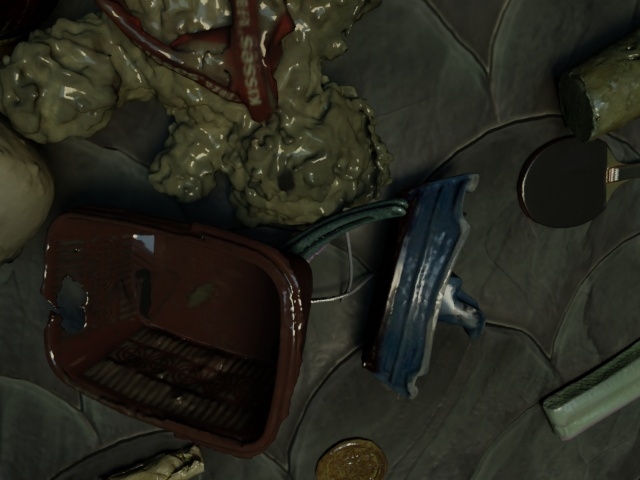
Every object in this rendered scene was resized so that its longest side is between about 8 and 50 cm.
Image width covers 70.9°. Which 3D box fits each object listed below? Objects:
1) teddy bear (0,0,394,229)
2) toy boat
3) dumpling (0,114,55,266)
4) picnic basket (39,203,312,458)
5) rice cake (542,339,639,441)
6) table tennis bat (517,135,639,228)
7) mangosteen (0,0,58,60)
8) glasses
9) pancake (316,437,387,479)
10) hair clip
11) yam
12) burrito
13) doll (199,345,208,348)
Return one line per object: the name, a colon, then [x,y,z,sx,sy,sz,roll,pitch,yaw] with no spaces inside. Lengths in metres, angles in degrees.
teddy bear: [-0.060,-0.153,0.455,0.357,0.225,0.367,-39,109,21]
toy boat: [0.145,0.063,0.580,0.142,0.129,0.310,12,100,-1]
dumpling: [-0.354,-0.083,0.397,0.227,0.175,0.243,44,126,-3]
picnic basket: [-0.138,0.078,0.486,0.296,0.129,0.223,12,102,19]
rice cake: [0.468,0.240,0.725,0.221,0.042,0.080,-31,105,-2]
table tennis bat: [0.386,-0.088,0.642,0.220,0.019,0.131,-11,106,-6]
mangosteen: [-0.356,-0.242,0.381,0.231,0.231,0.289,30,117,-15]
glasses: [0.020,0.049,0.586,0.103,0.063,0.140,35,104,-18]
pancake: [0.049,0.355,0.696,0.114,0.011,0.115,-2,105,-8]
hair clip: [0.000,0.000,0.514,0.039,0.070,0.229,26,135,-38]
yam: [0.396,-0.208,0.569,0.194,0.107,0.107,-29,107,-1]
burrito: [-0.233,0.330,0.623,0.149,0.055,0.041,-20,137,-6]
doll: [-0.148,0.155,0.584,0.180,0.079,0.094,-44,93,-10]
